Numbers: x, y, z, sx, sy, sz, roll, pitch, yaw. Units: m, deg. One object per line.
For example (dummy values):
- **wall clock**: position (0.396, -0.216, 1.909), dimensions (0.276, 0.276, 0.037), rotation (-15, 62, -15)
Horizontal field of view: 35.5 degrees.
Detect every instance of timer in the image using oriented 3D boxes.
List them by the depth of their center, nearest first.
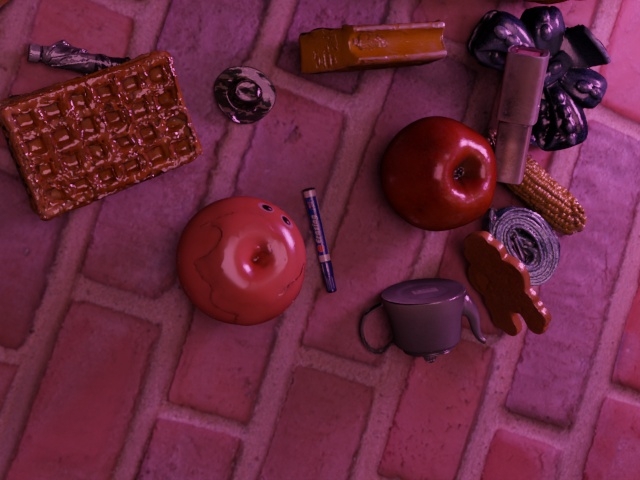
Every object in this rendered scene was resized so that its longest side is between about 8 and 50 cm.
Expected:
- **timer**: position (-0.138, 0.036, 1.760), dimensions (0.230, 0.215, 0.229), rotation (0, 90, -18)

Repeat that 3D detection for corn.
- **corn**: position (0.427, -0.117, 2.020), dimensions (0.288, 0.086, 0.086), rotation (42, 78, -13)

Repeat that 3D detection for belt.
- **belt**: position (0.402, 0.011, 2.014), dimensions (0.148, 0.082, 0.163), rotation (-3, 95, -8)

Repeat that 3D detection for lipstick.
- **lipstick**: position (0.371, -0.235, 1.891), dimensions (0.077, 0.079, 0.253), rotation (13, 114, 13)

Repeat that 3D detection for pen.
- **pen**: position (0.000, 0.000, 1.907), dimensions (0.025, 0.025, 0.204), rotation (-14, 95, -18)

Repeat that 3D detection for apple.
- **apple**: position (0.223, -0.125, 1.893), dimensions (0.218, 0.201, 0.218), rotation (0, 89, -26)

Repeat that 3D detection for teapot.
- **teapot**: position (0.194, 0.165, 1.922), dimensions (0.239, 0.162, 0.149), rotation (-6, 105, 6)

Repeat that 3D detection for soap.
- **soap**: position (0.086, -0.358, 1.862), dimensions (0.257, 0.160, 0.080), rotation (-8, 95, -17)

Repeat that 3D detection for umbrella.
- **umbrella**: position (-0.416, -0.316, 1.756), dimensions (0.188, 0.046, 0.050), rotation (7, 58, -18)

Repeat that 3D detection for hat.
- **hat**: position (-0.134, -0.272, 1.845), dimensions (0.121, 0.050, 0.121), rotation (0, 89, -21)

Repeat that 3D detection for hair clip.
- **hair clip**: position (0.444, -0.338, 1.978), dimensions (0.206, 0.194, 0.310), rotation (-35, 104, 7)

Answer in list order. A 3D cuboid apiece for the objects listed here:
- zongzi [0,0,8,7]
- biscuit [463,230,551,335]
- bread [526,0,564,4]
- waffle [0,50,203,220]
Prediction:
- **zongzi**: position (-0.537, -0.508, 1.688), dimensions (0.197, 0.099, 0.194), rotation (-40, 102, -7)
- **biscuit**: position (0.357, 0.085, 1.968), dimensions (0.040, 0.144, 0.236), rotation (-38, 105, -40)
- **bread**: position (0.435, -0.605, 1.960), dimensions (0.270, 0.211, 0.315), rotation (-17, 84, -13)
- **waffle**: position (-0.376, -0.186, 1.718), dimensions (0.308, 0.091, 0.213), rotation (-23, 114, -19)
